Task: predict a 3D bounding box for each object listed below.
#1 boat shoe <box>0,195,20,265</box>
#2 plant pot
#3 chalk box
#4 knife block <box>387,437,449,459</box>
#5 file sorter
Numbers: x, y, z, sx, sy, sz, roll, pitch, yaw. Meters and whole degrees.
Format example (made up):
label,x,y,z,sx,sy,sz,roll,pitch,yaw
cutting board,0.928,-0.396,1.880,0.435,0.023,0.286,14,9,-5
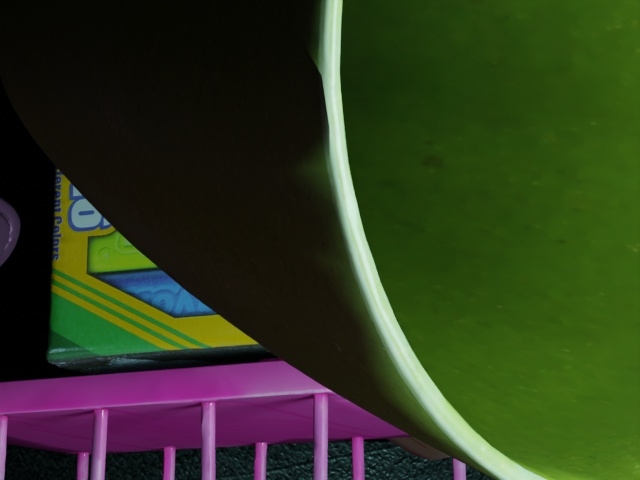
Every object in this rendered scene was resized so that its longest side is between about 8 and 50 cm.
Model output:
label,x,y,z,sx,sy,sz,roll,pitch,yaw
boat shoe,-0.362,-0.026,1.281,0.319,0.116,0.099,0,-146,-34
plant pot,0.018,-0.071,0.647,0.274,0.275,0.293,10,180,-39
chalk box,0.016,-0.014,1.048,0.289,0.179,0.180,-6,166,22
knife block,0.044,0.125,1.829,0.242,0.088,0.275,24,168,-5
file sorter,-0.078,0.177,1.072,0.290,0.182,0.202,-6,166,26
